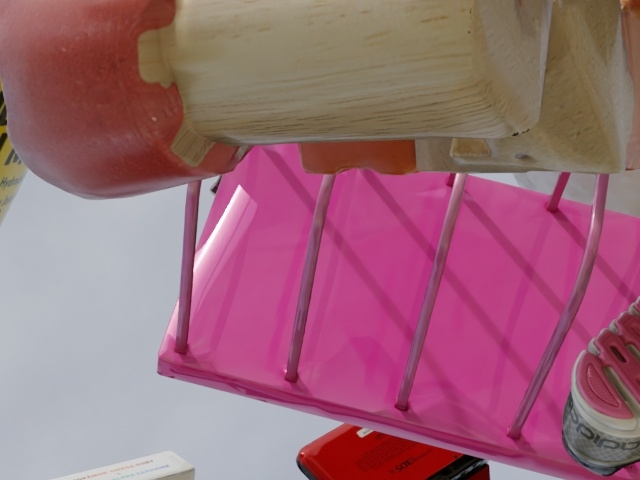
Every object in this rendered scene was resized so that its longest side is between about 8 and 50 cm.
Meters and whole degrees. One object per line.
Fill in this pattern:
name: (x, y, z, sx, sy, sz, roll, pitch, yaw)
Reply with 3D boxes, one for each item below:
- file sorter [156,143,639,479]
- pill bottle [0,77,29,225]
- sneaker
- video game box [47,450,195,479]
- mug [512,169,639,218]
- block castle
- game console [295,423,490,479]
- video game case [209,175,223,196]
file sorter: (0.075, -0.016, 0.862, 0.291, 0.202, 0.182, 14, -40, 3)
pill bottle: (-0.266, -0.139, 1.039, 0.188, 0.188, 0.334, 20, -72, -30)
sneaker: (0.169, 0.055, 0.709, 0.170, 0.063, 0.074, -34, -26, -37)
video game box: (-0.205, 0.297, 1.281, 0.187, 0.048, 0.205, -9, -65, -43)
mug: (0.239, -0.187, 1.168, 0.276, 0.374, 0.328, -12, -59, -16)
block castle: (0.052, -0.189, 0.582, 0.453, 0.213, 0.303, -21, -73, -56)
game console: (0.059, 0.197, 1.124, 0.144, 0.124, 0.085, -24, -33, -40)
video game case: (0.000, 0.000, 1.459, 0.232, 0.210, 0.042, 35, -87, -2)
